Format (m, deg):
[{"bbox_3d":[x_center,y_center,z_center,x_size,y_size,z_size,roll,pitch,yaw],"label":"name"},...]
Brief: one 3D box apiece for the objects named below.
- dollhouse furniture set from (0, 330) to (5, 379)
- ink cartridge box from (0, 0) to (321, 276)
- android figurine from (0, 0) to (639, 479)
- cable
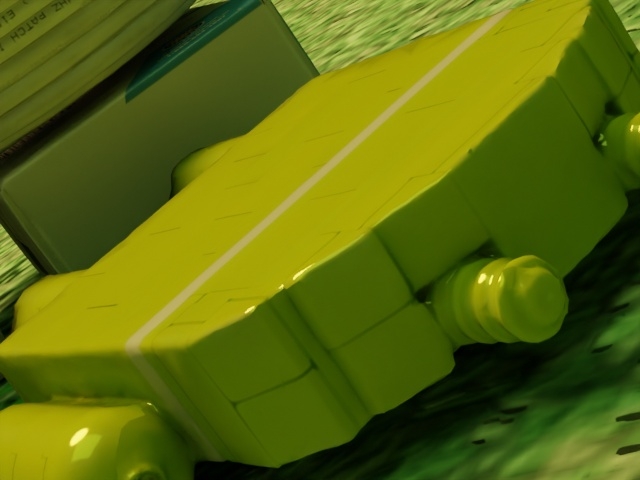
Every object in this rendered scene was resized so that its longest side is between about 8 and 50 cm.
[{"bbox_3d":[-0.172,0.062,0.594,0.114,0.091,0.081,-39,32,-26],"label":"dollhouse furniture set"},{"bbox_3d":[-0.087,-0.044,0.698,0.140,0.082,0.191,-38,15,-12],"label":"ink cartridge box"},{"bbox_3d":[0.000,0.000,0.457,0.248,0.056,0.273,-43,18,-28],"label":"android figurine"},{"bbox_3d":[-0.165,-0.094,0.693,0.257,0.089,0.257,-30,18,15],"label":"cable"}]
